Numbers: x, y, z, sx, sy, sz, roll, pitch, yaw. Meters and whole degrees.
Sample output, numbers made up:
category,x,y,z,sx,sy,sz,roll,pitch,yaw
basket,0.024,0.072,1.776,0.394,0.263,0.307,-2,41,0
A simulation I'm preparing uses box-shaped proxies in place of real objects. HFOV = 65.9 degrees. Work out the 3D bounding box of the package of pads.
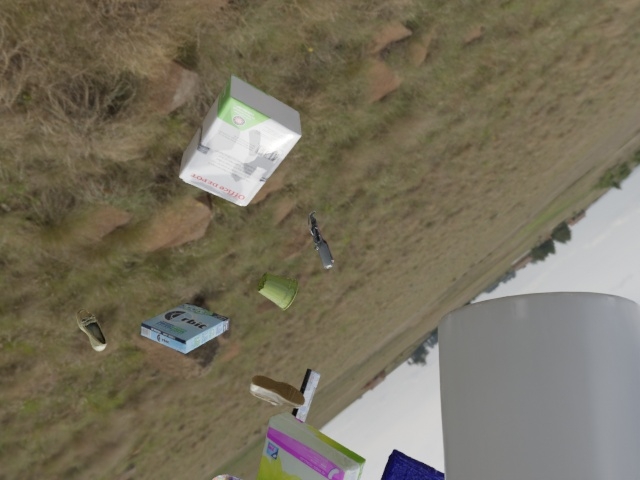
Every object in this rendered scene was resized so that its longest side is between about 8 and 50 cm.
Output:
category,x,y,z,sx,sy,sz,roll,pitch,yaw
package of pads,-0.037,0.652,1.371,0.101,0.296,0.230,2,103,-53

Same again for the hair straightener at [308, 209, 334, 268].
category,x,y,z,sx,sy,sz,roll,pitch,yaw
hair straightener,0.000,0.000,1.822,0.047,0.231,0.089,-11,-161,11

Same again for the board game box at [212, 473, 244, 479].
category,x,y,z,sx,sy,sz,roll,pitch,yaw
board game box,-0.187,0.620,1.181,0.033,0.168,0.133,-71,-179,-50

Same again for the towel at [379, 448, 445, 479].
category,x,y,z,sx,sy,sz,roll,pitch,yaw
towel,0.331,0.835,1.568,0.076,0.307,0.228,86,28,-67

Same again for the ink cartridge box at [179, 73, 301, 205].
category,x,y,z,sx,sy,sz,roll,pitch,yaw
ink cartridge box,-0.205,-0.241,1.245,0.198,0.115,0.273,24,129,-29

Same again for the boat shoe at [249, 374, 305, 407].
category,x,y,z,sx,sy,sz,roll,pitch,yaw
boat shoe,-0.129,0.454,1.454,0.063,0.169,0.059,-66,-179,-61

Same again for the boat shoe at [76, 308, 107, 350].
category,x,y,z,sx,sy,sz,roll,pitch,yaw
boat shoe,-0.738,0.283,1.597,0.056,0.153,0.048,-16,159,-49

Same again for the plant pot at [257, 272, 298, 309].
category,x,y,z,sx,sy,sz,roll,pitch,yaw
plant pot,-0.109,0.116,1.200,0.079,0.083,0.083,27,125,-23

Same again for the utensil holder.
category,x,y,z,sx,sy,sz,roll,pitch,yaw
utensil holder,0.332,0.302,0.711,0.327,0.386,0.328,1,156,0

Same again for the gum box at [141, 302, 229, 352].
category,x,y,z,sx,sy,sz,roll,pitch,yaw
gum box,-0.373,0.239,1.374,0.184,0.156,0.041,-24,125,-62

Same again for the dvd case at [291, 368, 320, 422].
category,x,y,z,sx,sy,sz,roll,pitch,yaw
dvd case,-0.065,0.600,1.808,0.180,0.022,0.253,60,48,-68
